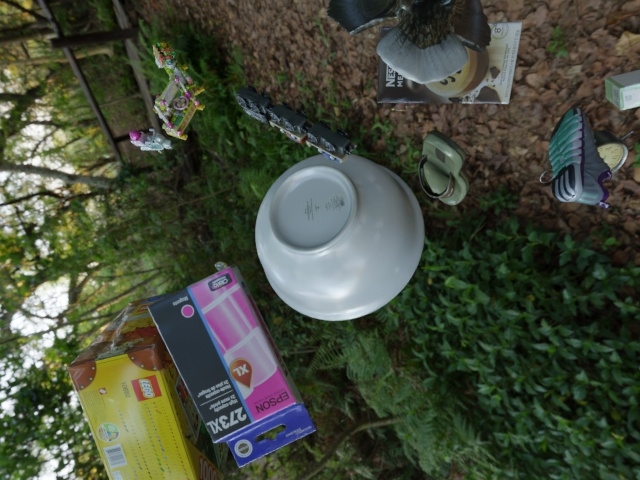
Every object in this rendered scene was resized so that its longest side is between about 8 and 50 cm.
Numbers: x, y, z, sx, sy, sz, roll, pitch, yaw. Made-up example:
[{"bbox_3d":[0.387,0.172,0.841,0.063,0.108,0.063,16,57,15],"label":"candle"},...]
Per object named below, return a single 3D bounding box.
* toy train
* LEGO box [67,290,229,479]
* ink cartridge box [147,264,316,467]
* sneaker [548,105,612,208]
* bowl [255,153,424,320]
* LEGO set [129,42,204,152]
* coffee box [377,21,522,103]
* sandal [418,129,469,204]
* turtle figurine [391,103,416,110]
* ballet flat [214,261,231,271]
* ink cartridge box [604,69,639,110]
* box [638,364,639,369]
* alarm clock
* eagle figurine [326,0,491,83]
[{"bbox_3d":[-0.027,-0.117,0.415,0.158,0.027,0.036,34,163,28],"label":"toy train"},{"bbox_3d":[-0.406,0.435,1.073,0.372,0.193,0.500,-116,14,-76],"label":"LEGO box"},{"bbox_3d":[-0.165,0.248,0.781,0.371,0.176,0.069,64,180,-3],"label":"ink cartridge box"},{"bbox_3d":[0.517,-0.161,0.803,0.098,0.223,0.083,18,157,-2],"label":"sneaker"},{"bbox_3d":[0.008,-0.028,0.653,0.298,0.298,0.134,53,-174,27],"label":"bowl"},{"bbox_3d":[-0.328,-0.335,0.869,0.107,0.132,0.287,71,-162,-70],"label":"LEGO set"},{"bbox_3d":[0.288,-0.413,0.952,0.119,0.297,0.168,-63,-26,-59],"label":"coffee box"},{"bbox_3d":[0.270,-0.151,0.945,0.120,0.086,0.303,36,180,26],"label":"sandal"},{"bbox_3d":[0.298,-0.578,1.427,0.087,0.269,0.217,6,119,30],"label":"turtle figurine"},{"bbox_3d":[-0.341,0.095,1.448,0.057,0.049,0.173,44,164,0],"label":"ballet flat"},{"bbox_3d":[0.774,-0.357,0.884,0.235,0.171,0.056,-8,113,28],"label":"ink cartridge box"},{"bbox_3d":[0.959,0.242,1.034,0.143,0.165,0.270,38,146,52],"label":"box"},{"bbox_3d":[0.581,-0.174,0.905,0.129,0.192,0.064,63,-173,-49],"label":"alarm clock"},{"bbox_3d":[0.134,-0.327,0.520,0.226,0.225,0.298,54,-170,-9],"label":"eagle figurine"}]
